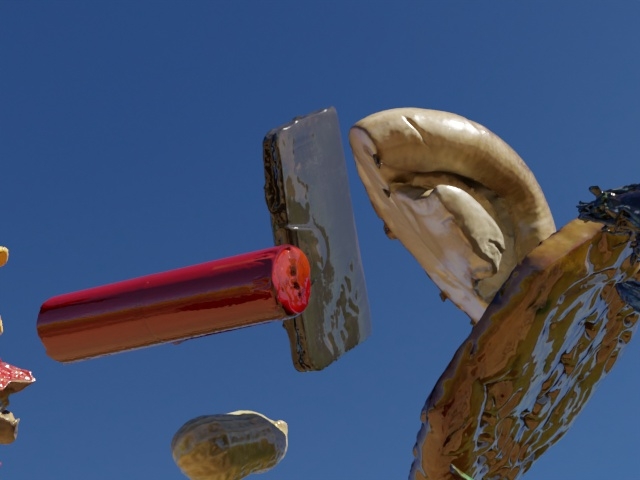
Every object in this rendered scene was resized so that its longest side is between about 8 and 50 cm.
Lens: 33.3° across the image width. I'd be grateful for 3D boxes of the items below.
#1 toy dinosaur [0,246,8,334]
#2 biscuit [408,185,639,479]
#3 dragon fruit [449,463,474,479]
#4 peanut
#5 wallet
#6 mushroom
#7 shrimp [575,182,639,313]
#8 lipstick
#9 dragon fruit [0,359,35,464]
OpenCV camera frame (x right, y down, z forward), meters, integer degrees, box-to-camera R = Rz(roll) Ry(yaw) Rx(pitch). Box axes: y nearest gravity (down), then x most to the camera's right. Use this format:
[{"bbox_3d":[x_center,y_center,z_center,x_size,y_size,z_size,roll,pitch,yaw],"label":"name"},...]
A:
[{"bbox_3d":[-0.388,0.008,1.120,0.117,0.070,0.288,32,-28,13],"label":"toy dinosaur"},{"bbox_3d":[0.203,0.112,0.965,0.359,0.046,0.359,-34,-36,-29],"label":"biscuit"},{"bbox_3d":[0.010,0.257,0.569,0.189,0.290,0.290,41,-54,-5],"label":"dragon fruit"},{"bbox_3d":[-0.107,0.260,1.330,0.083,0.093,0.194,2,-5,37],"label":"peanut"},{"bbox_3d":[0.000,0.000,1.306,0.042,0.165,0.309,0,-73,30],"label":"wallet"},{"bbox_3d":[0.160,-0.042,1.137,0.151,0.156,0.285,-41,-81,-17],"label":"mushroom"},{"bbox_3d":[0.197,0.004,0.622,0.034,0.161,0.091,29,-97,-29],"label":"shrimp"},{"bbox_3d":[-0.139,0.062,0.993,0.280,0.073,0.073,-13,-36,29],"label":"lipstick"},{"bbox_3d":[-0.303,0.154,0.809,0.122,0.192,0.092,34,-48,-5],"label":"dragon fruit"}]
